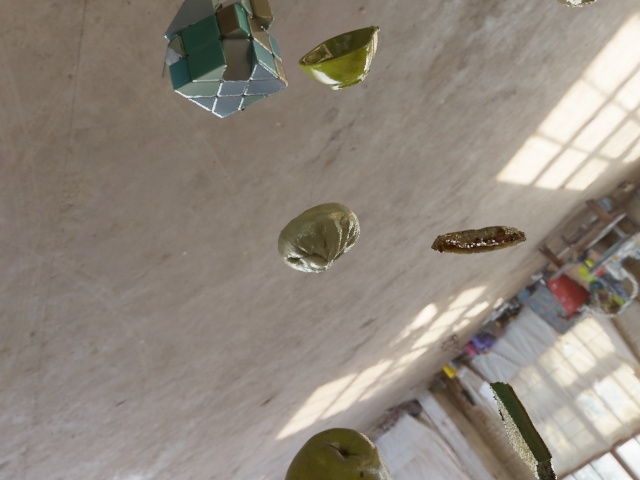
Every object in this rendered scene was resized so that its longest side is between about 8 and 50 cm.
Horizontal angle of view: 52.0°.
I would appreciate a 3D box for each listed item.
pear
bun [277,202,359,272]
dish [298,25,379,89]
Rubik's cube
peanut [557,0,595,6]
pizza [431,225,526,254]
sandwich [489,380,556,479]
[{"bbox_3d":[0.032,0.404,1.059,0.198,0.198,0.198,-32,159,-14],"label":"pear"},{"bbox_3d":[0.000,0.000,1.940,0.259,0.160,0.259,-27,156,-13],"label":"bun"},{"bbox_3d":[0.070,-0.507,1.862,0.221,0.108,0.262,-5,-148,28],"label":"dish"},{"bbox_3d":[-0.211,-0.400,1.384,0.266,0.212,0.224,-21,163,20],"label":"Rubik's cube"},{"bbox_3d":[0.547,-0.546,1.344,0.090,0.098,0.214,-9,173,-3],"label":"peanut"},{"bbox_3d":[0.463,0.000,1.926,0.271,0.056,0.134,-2,161,7],"label":"pizza"},{"bbox_3d":[0.570,0.532,1.813,0.063,0.244,0.212,-27,-157,-3],"label":"sandwich"}]
